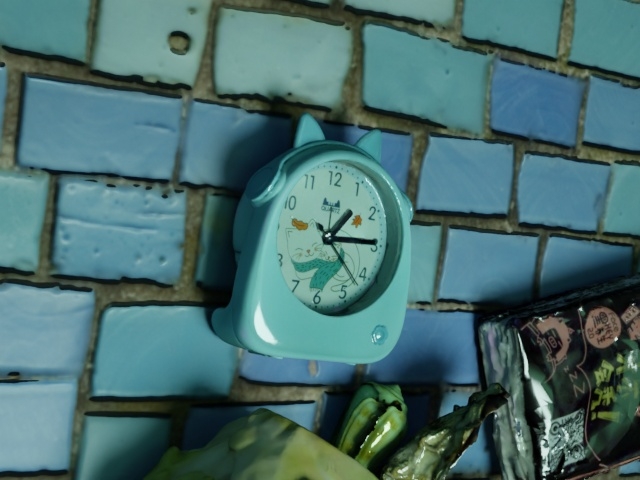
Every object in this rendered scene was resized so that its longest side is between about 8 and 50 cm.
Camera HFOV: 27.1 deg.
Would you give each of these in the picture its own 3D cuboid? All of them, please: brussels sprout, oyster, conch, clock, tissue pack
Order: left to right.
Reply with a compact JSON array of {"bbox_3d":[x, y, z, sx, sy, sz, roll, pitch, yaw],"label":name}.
[{"bbox_3d":[-0.061,0.353,1.378,0.344,0.268,0.344,1,89,-30],"label":"brussels sprout"},{"bbox_3d":[0.000,0.000,1.500,0.223,0.094,0.274,11,86,-36],"label":"clock"},{"bbox_3d":[0.048,0.239,1.549,0.079,0.106,0.170,30,78,6],"label":"conch"},{"bbox_3d":[0.126,0.268,1.569,0.092,0.198,0.260,35,97,10],"label":"oyster"},{"bbox_3d":[0.364,0.184,1.754,0.332,0.123,0.245,-13,96,-31],"label":"tissue pack"}]
